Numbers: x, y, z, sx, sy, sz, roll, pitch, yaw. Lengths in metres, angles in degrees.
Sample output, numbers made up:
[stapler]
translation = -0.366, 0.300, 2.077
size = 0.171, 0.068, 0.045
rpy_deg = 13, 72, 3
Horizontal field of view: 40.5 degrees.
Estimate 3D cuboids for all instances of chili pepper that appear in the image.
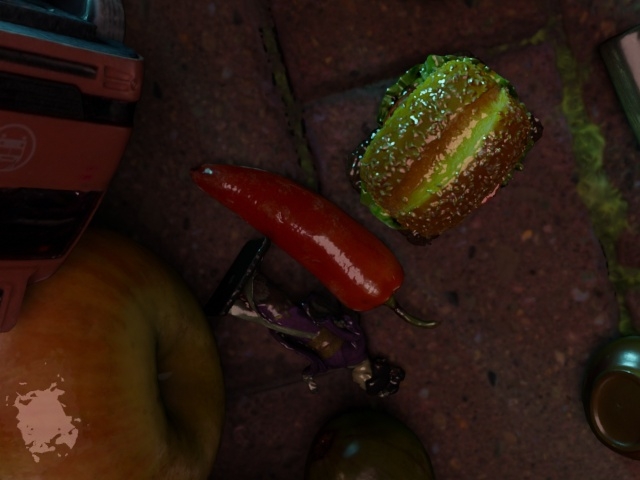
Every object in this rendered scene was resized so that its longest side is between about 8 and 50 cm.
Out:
[chili pepper]
translation = 0.000, 0.000, 0.795
size = 0.272, 0.063, 0.071
rpy_deg = 36, 74, -2

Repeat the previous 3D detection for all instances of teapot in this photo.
[teapot]
translation = 0.297, 0.149, 0.809
size = 0.098, 0.078, 0.129
rpy_deg = 18, 116, 40

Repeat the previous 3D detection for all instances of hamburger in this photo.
[hamburger]
translation = 0.104, -0.080, 0.761
size = 0.137, 0.087, 0.166
rpy_deg = 44, 99, -5

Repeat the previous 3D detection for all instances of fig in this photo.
[fig]
translation = 0.091, 0.246, 0.824
size = 0.236, 0.124, 0.124
rpy_deg = 30, 101, -23

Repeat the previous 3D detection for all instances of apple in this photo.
[apple]
translation = -0.214, 0.126, 0.723
size = 0.233, 0.286, 0.286
rpy_deg = -11, 100, 18

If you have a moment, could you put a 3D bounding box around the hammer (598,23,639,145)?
[hammer]
translation = 0.361, 0.012, 0.793
size = 0.168, 0.044, 0.440
rpy_deg = -24, 98, 5

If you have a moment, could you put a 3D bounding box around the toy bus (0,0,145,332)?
[toy bus]
translation = -0.329, -0.118, 0.614
size = 0.427, 0.203, 0.233
rpy_deg = 29, 107, 36

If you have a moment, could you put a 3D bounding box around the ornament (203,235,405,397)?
[ornament]
translation = -0.010, 0.093, 0.800
size = 0.203, 0.088, 0.081
rpy_deg = 42, 77, -14
